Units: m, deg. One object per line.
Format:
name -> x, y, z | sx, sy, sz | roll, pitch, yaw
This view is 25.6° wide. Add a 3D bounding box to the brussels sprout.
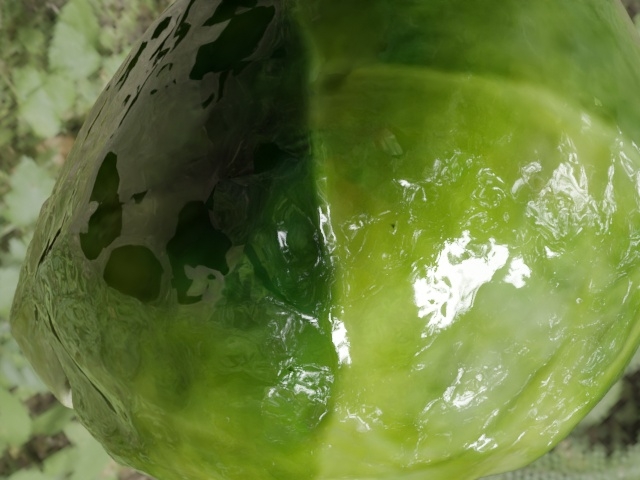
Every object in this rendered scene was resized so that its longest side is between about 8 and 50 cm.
brussels sprout -> 0.000, 0.000, 0.547 | 0.271, 0.219, 0.210 | -28, 152, 37
